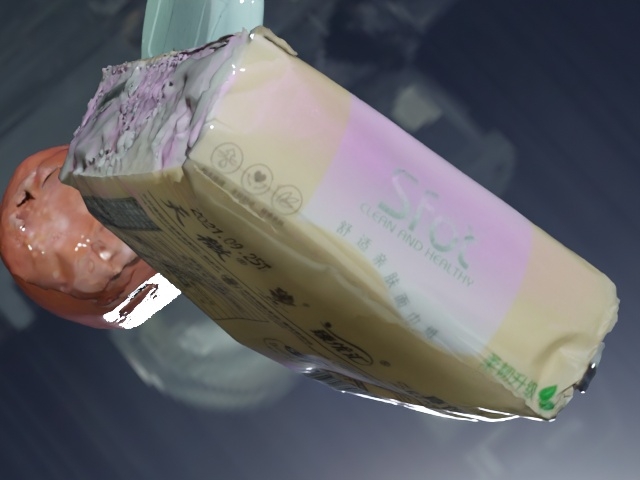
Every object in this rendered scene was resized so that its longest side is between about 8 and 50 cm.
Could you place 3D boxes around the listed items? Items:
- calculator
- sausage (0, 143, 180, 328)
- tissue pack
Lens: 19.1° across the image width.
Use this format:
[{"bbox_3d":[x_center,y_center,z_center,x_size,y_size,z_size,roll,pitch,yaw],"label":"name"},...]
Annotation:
[{"bbox_3d":[-0.099,-0.158,1.556,0.042,0.295,0.184,7,-67,-22],"label":"calculator"},{"bbox_3d":[-0.191,0.000,1.641,0.152,0.152,0.279,-42,-9,0],"label":"sausage"},{"bbox_3d":[0.000,0.000,1.027,0.215,0.257,0.123,-2,59,62],"label":"tissue pack"}]
